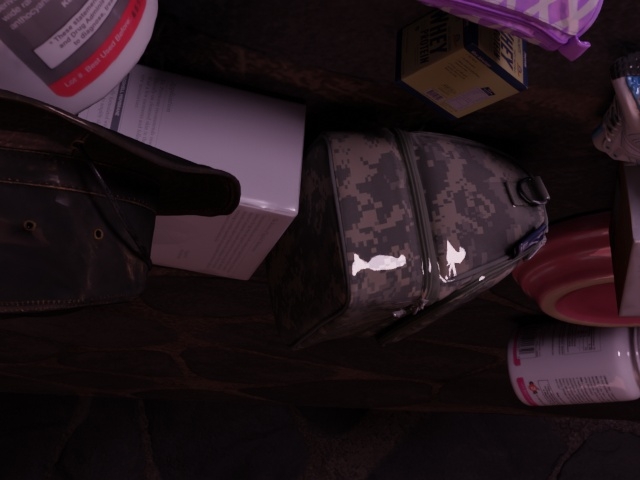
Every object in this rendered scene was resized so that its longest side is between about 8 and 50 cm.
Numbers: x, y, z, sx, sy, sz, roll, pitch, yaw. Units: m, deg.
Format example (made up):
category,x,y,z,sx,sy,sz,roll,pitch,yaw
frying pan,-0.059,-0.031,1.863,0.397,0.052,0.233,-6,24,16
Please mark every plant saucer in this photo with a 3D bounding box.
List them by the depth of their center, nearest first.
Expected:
category,x,y,z,sx,sy,sz,roll,pitch,yaw
plant saucer,0.450,0.056,1.063,0.331,0.084,0.332,4,158,2

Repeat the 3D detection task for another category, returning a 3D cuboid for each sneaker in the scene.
category,x,y,z,sx,sy,sz,roll,pitch,yaw
sneaker,0.301,-0.112,0.703,0.082,0.072,0.190,-5,156,36

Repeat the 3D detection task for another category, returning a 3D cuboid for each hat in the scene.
category,x,y,z,sx,sy,sz,roll,pitch,yaw
hat,-0.231,-0.003,0.556,0.331,0.134,0.331,6,171,1

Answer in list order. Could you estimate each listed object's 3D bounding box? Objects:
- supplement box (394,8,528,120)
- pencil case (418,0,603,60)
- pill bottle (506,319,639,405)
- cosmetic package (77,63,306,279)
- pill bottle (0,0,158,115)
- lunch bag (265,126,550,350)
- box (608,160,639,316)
category,x,y,z,sx,sy,sz,roll,pitch,yaw
supplement box,0.123,-0.158,0.633,0.083,0.056,0.083,23,151,-38
pencil case,0.098,-0.196,0.508,0.206,0.088,0.086,10,156,-15
pill bottle,0.510,0.222,1.353,0.283,0.161,0.160,-14,152,37
cosmetic package,-0.155,-0.066,0.801,0.224,0.138,0.224,12,156,-15
pill bottle,-0.236,-0.215,0.404,0.176,0.177,0.318,-2,157,14
lunch bag,0.089,0.004,0.862,0.255,0.213,0.305,-6,163,-21
box,0.386,-0.008,0.820,0.090,0.130,0.170,-2,145,15
